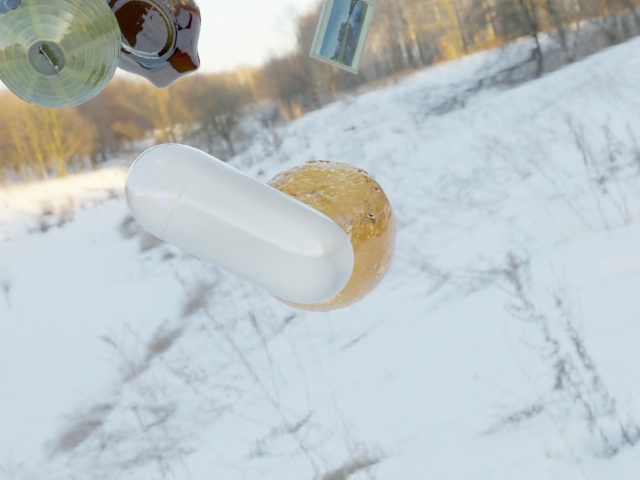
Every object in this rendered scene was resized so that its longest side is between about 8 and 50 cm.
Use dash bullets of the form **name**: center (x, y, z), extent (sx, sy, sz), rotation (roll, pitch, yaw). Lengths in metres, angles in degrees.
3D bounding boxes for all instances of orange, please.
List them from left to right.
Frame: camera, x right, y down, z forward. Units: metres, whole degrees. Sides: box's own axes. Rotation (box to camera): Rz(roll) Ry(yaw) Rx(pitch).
- **orange**: center (0.000, 0.000, 2.129), extent (0.341, 0.293, 0.340), rotation (-6, 40, 5)

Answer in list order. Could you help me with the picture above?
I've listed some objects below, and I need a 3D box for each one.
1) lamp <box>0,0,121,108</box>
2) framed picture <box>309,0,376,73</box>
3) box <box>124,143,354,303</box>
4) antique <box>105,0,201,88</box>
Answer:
- **lamp**: center (-0.485, -0.350, 1.798), extent (0.250, 0.250, 0.284), rotation (-16, 29, -3)
- **framed picture**: center (0.045, -0.414, 1.952), extent (0.109, 0.149, 0.011), rotation (16, -2, -27)
- **box**: center (-0.118, -0.022, 1.482), extent (0.349, 0.141, 0.289), rotation (27, -1, -2)
- **antique**: center (-0.357, -0.445, 2.033), extent (0.223, 0.278, 0.129), rotation (-23, 21, 6)
